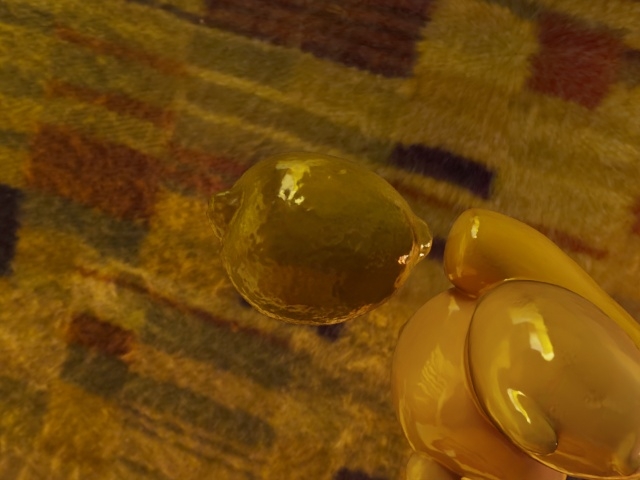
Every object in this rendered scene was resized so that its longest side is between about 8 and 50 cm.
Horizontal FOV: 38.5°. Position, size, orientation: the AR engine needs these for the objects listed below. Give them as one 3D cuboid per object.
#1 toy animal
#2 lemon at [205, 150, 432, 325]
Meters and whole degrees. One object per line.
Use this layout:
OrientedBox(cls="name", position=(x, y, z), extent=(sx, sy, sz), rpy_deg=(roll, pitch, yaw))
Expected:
OrientedBox(cls="toy animal", position=(0.195, 0.158, 0.869), extent=(0.277, 0.345, 0.247), rpy_deg=(35, 108, -22))
OrientedBox(cls="lemon", position=(0.000, 0.000, 0.964), extent=(0.248, 0.184, 0.184), rpy_deg=(9, 104, -14))
